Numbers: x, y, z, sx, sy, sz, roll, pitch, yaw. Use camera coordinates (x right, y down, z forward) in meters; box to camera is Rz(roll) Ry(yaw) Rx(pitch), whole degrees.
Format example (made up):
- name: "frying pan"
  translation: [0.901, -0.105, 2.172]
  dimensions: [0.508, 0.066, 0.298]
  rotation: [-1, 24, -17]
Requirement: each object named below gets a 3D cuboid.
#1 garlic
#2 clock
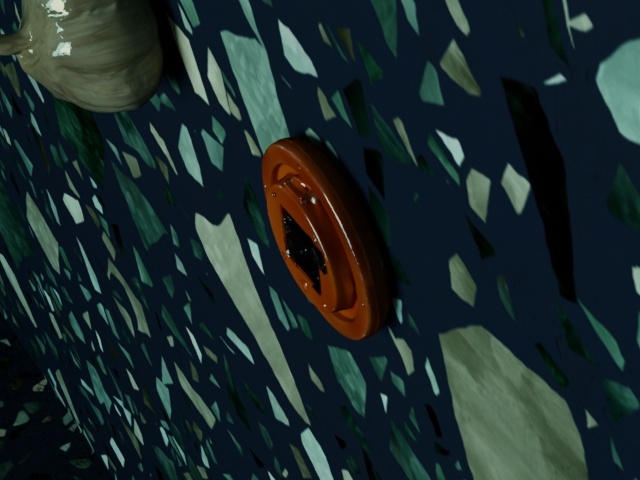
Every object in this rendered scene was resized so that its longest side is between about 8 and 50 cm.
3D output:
- name: "garlic"
  translation: [-0.286, -0.224, 2.049]
  dimensions: [0.218, 0.212, 0.219]
  rotation: [161, 90, -74]
- name: "clock"
  translation: [0.000, 0.000, 1.785]
  dimensions: [0.205, 0.051, 0.205]
  rotation: [56, 161, 31]
